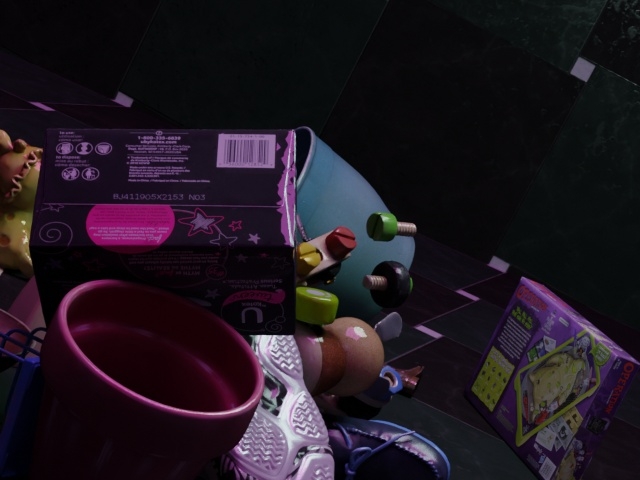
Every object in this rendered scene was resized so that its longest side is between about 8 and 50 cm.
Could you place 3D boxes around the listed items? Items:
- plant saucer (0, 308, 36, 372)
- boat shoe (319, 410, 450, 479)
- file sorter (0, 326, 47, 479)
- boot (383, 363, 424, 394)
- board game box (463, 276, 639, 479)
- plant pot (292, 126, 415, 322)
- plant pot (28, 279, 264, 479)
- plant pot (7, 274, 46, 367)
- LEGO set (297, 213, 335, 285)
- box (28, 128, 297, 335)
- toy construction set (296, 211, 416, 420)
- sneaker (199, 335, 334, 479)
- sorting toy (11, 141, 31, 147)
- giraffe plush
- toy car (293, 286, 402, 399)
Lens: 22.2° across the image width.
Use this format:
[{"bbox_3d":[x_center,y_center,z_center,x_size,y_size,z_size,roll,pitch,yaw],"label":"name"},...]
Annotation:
[{"bbox_3d":[-0.451,0.085,1.684,0.310,0.050,0.310,17,9,-3],"label":"plant saucer"},{"bbox_3d":[0.011,0.247,1.807,0.258,0.109,0.089,8,13,19],"label":"boat shoe"},{"bbox_3d":[-0.280,0.149,1.582,0.104,0.118,0.170,24,10,26],"label":"file sorter"},{"bbox_3d":[0.093,0.188,2.410,0.114,0.037,0.106,19,7,8],"label":"boot"},{"bbox_3d":[0.323,0.200,2.337,0.056,0.208,0.347,18,11,-19],"label":"board game box"},{"bbox_3d":[0.000,0.000,2.614,0.255,0.272,0.271,35,6,-19],"label":"plant pot"},{"bbox_3d":[-0.175,0.163,1.478,0.201,0.180,0.201,22,25,-11],"label":"plant pot"},{"bbox_3d":[-0.301,0.094,1.877,0.109,0.096,0.109,18,10,-22],"label":"plant pot"},{"bbox_3d":[-0.152,-0.019,2.225,0.331,0.192,0.255,3,40,-34],"label":"LEGO set"},{"bbox_3d":[-0.146,-0.008,1.594,0.247,0.142,0.163,1,49,-1],"label":"box"},{"bbox_3d":[-0.066,0.101,2.014,0.237,0.257,0.309,5,-7,-38],"label":"toy construction set"},{"bbox_3d":[-0.114,0.193,1.679,0.137,0.210,0.366,14,48,-38],"label":"sneaker"},{"bbox_3d":[-0.567,-0.113,2.477,0.365,0.127,0.126,26,40,35],"label":"sorting toy"},{"bbox_3d":[-0.413,-0.056,2.205,0.181,0.170,0.210,18,11,-22],"label":"giraffe plush"},{"bbox_3d":[0.010,0.123,1.801,0.188,0.155,0.149,4,13,-39],"label":"toy car"}]
